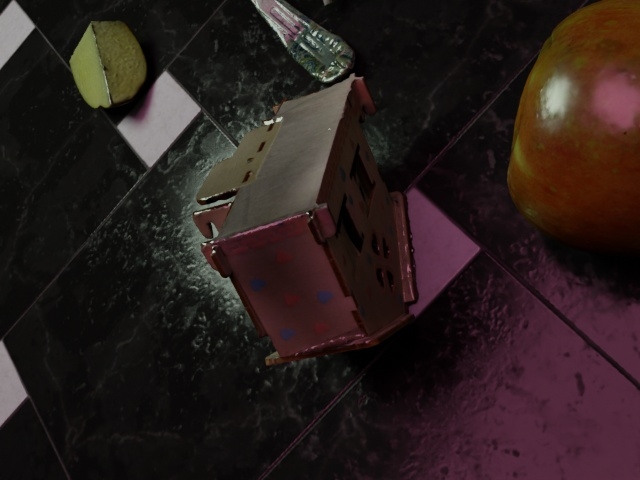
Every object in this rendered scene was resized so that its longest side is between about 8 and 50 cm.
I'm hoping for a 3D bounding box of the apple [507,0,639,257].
[{"bbox_3d":[0.299,-0.098,0.684,0.226,0.246,0.246,15,79,12],"label":"apple"}]

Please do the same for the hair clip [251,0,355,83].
[{"bbox_3d":[-0.029,-0.293,1.024,0.066,0.036,0.229,-48,63,11],"label":"hair clip"}]

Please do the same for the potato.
[{"bbox_3d":[-0.341,-0.264,1.183,0.120,0.081,0.149,-29,74,52],"label":"potato"}]

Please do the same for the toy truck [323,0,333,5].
[{"bbox_3d":[0.061,-0.401,0.981,0.259,0.128,0.135,-6,95,26],"label":"toy truck"}]

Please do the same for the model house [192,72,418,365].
[{"bbox_3d":[0.000,0.000,0.808,0.169,0.244,0.326,-17,31,22],"label":"model house"}]
